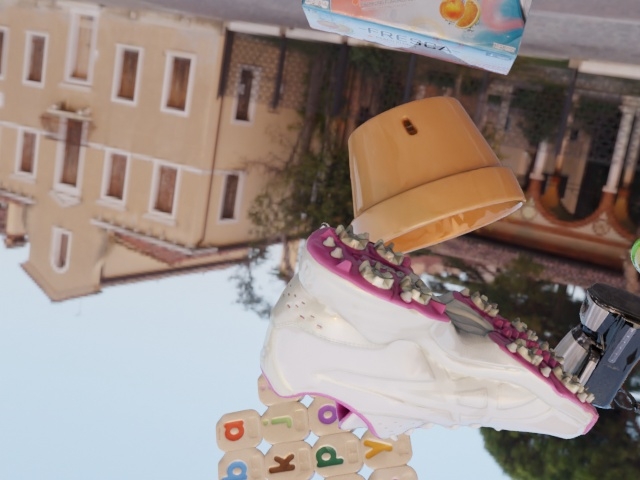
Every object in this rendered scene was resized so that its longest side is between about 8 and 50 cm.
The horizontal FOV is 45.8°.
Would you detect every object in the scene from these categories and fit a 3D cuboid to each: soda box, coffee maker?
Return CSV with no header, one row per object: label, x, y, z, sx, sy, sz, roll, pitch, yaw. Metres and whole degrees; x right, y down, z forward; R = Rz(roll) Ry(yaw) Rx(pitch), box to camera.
soda box,0.080,-0.194,0.639,0.183,0.058,0.063,15,180,7
coffee maker,0.479,0.174,1.242,0.171,0.178,0.120,12,-149,-17

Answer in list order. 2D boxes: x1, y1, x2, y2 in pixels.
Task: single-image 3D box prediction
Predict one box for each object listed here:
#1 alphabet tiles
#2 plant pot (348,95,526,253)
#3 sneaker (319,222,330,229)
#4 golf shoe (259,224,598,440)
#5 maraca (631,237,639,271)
alphabet tiles,-0.008,0.306,1.059,0.278,0.284,0.021,-12,152,7
plant pot,0.172,-0.108,1.273,0.291,0.203,0.291,-17,171,-3
sneaker,0.000,0.000,1.729,0.032,0.083,0.037,26,-155,28
golf shoe,0.089,0.105,0.614,0.306,0.140,0.115,29,-164,-22
maraca,0.549,0.036,1.135,0.186,0.099,0.127,33,142,-24
